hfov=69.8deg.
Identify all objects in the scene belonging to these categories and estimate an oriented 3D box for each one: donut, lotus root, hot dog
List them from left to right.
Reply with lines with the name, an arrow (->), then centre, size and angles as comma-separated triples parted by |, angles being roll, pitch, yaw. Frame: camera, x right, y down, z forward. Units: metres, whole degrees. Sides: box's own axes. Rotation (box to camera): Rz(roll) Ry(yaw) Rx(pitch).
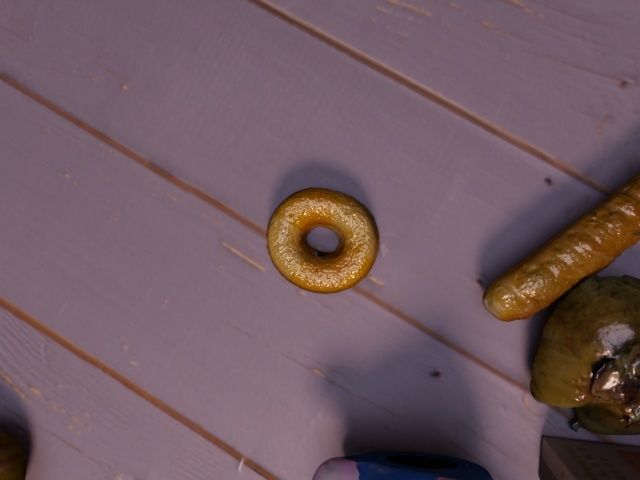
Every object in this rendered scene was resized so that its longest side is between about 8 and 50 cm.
donut -> 0.000, 0.000, 0.585 | 0.152, 0.058, 0.152 | 0, 89, 4
hot dog -> 0.316, 0.000, 0.536 | 0.286, 0.088, 0.061 | -42, 48, 6
lotus root -> 0.342, 0.146, 0.511 | 0.183, 0.078, 0.203 | 1, 106, 0

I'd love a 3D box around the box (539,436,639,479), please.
box -> 0.365, 0.283, 0.498 | 0.201, 0.141, 0.058 | 5, 94, 7

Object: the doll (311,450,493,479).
doll -> 0.108, 0.397, 0.482 | 0.284, 0.240, 0.310 | -13, 69, 45

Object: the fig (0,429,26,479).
fig -> -0.457, 0.314, 0.561 | 0.142, 0.186, 0.148 | 23, 99, -11
